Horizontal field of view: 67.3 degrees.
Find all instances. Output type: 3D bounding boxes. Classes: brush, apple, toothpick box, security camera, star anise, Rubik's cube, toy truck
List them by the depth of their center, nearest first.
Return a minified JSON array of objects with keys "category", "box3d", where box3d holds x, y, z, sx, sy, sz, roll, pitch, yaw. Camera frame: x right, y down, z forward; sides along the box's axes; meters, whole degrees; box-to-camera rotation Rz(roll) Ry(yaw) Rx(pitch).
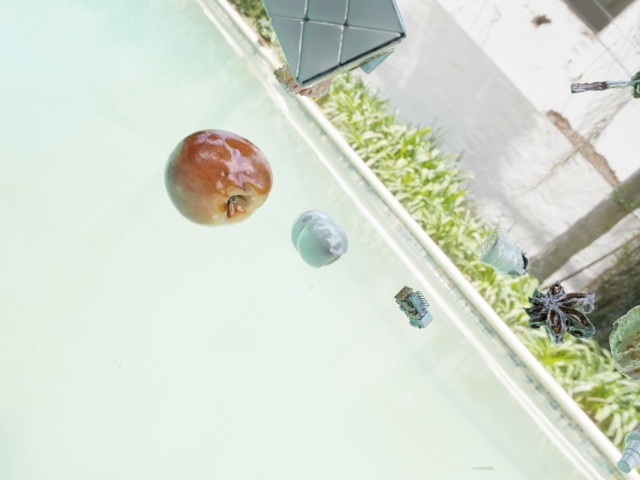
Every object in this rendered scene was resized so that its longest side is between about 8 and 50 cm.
[{"category":"apple","box3d":[-0.197,-0.117,0.951,0.164,0.209,0.209,46,12,29]},{"category":"Rubik's cube","box3d":[0.022,-0.451,0.951,0.225,0.221,0.231,-78,145,-71]},{"category":"toothpick box","box3d":[0.131,-0.446,1.156,0.052,0.083,0.052,38,31,-28]},{"category":"brush","box3d":[0.835,-0.425,1.313,0.071,0.300,0.084,71,15,-76]},{"category":"star anise","box3d":[0.720,0.219,1.435,0.214,0.220,0.099,49,-22,47]},{"category":"security camera","box3d":[0.000,0.000,1.764,0.194,0.194,0.236,40,2,-24]},{"category":"toy truck","box3d":[0.384,0.273,1.912,0.178,0.080,0.115,56,-23,-20]}]

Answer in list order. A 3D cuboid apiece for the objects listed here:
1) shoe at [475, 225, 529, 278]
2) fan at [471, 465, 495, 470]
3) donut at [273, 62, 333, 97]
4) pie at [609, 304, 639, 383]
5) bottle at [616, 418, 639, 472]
[{"category":"shoe","box3d":[0.600,0.052,1.558,0.159,0.124,0.316,38,19,12]},{"category":"fan","box3d":[0.437,0.598,1.259,0.060,0.080,0.003,23,54,-28]},{"category":"donut","box3d":[-0.034,-0.516,1.367,0.199,0.085,0.233,12,68,-34]},{"category":"pie","box3d":[0.841,0.238,1.106,0.339,0.339,0.083,40,37,-26]},{"category":"bottle","box3d":[0.693,0.426,1.028,0.217,0.060,0.060,-22,63,-33]}]
